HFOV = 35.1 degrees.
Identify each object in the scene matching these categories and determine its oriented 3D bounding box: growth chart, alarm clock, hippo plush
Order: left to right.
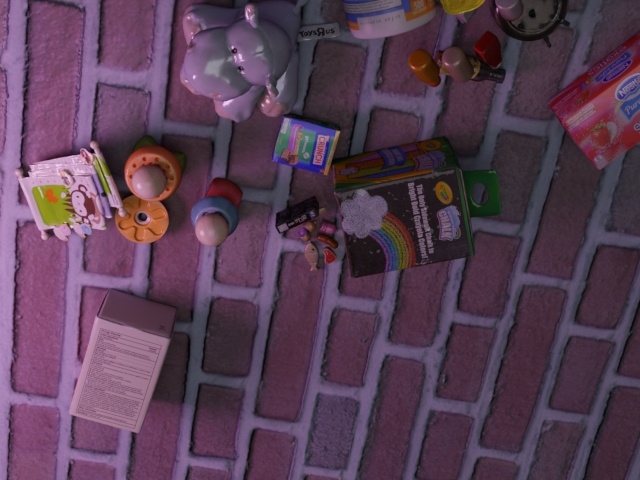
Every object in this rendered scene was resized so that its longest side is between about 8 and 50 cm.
[{"bbox_3d":[-0.456,-0.082,1.850,0.237,0.021,0.172,-12,112,32],"label":"growth chart"},{"bbox_3d":[-0.105,-0.291,1.685,0.294,0.236,0.234,-15,113,6],"label":"hippo plush"},{"bbox_3d":[0.341,-0.417,1.733,0.192,0.064,0.129,24,112,-8],"label":"alarm clock"}]

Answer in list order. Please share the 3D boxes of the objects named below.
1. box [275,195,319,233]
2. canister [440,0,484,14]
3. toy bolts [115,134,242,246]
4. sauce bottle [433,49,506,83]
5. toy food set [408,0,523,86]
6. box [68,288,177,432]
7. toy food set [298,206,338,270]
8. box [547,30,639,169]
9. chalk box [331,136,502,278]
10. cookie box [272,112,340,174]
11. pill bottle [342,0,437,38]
[{"bbox_3d":[-0.044,-0.048,1.889,0.083,0.067,0.018,-24,111,9],"label":"box"},{"bbox_3d":[0.207,-0.470,1.629,0.073,0.170,0.126,-16,155,7],"label":"canister"},{"bbox_3d":[-0.266,-0.048,1.836,0.228,0.158,0.218,23,112,-11],"label":"toy bolts"},{"bbox_3d":[0.264,-0.306,1.791,0.128,0.042,0.042,10,114,-6],"label":"sauce bottle"},{"bbox_3d":[0.262,-0.349,1.705,0.111,0.104,0.232,39,94,23],"label":"toy food set"},{"bbox_3d":[-0.385,0.236,1.981,0.149,0.127,0.232,18,113,-8],"label":"box"},{"bbox_3d":[0.000,0.000,1.937,0.078,0.019,0.122,-15,114,6],"label":"toy food set"},{"bbox_3d":[0.544,-0.260,1.768,0.257,0.128,0.122,-37,110,15],"label":"box"},{"bbox_3d":[0.177,-0.068,1.825,0.289,0.179,0.180,-11,113,3],"label":"chalk box"},{"bbox_3d":[-0.026,-0.177,1.845,0.107,0.040,0.091,14,113,-8],"label":"cookie box"},{"bbox_3d":[0.090,-0.480,1.648,0.152,0.152,0.272,-14,114,6],"label":"pill bottle"}]
